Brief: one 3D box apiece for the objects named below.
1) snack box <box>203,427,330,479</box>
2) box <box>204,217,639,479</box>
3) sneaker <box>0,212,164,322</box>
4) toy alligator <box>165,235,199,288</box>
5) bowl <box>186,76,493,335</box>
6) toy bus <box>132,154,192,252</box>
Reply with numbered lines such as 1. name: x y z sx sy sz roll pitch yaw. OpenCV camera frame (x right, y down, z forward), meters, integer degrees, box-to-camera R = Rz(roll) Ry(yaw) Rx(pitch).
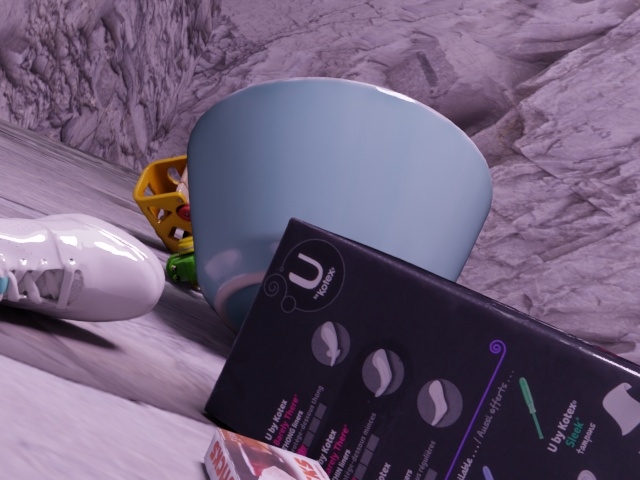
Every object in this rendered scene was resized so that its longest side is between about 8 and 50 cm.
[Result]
1. snack box: -0.006 0.134 0.332 0.064 0.022 0.178 25 1 -20
2. box: 0.093 0.108 0.484 0.270 0.143 0.165 25 2 29
3. sneaker: -0.207 0.019 0.488 0.212 0.080 0.094 17 15 -16
4. toy alligator: -0.160 0.032 0.913 0.051 0.056 0.190 -18 10 -7
5. bowl: 0.005 0.012 0.732 0.312 0.163 0.311 7 -31 5
6. toy bus: -0.202 -0.031 1.158 0.104 0.202 0.191 -7 -1 18
